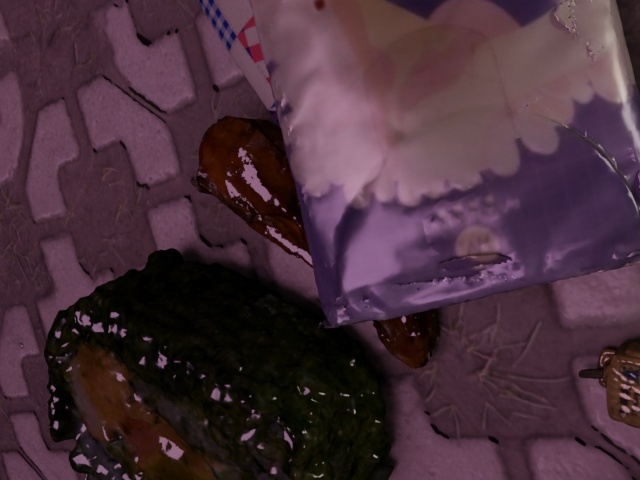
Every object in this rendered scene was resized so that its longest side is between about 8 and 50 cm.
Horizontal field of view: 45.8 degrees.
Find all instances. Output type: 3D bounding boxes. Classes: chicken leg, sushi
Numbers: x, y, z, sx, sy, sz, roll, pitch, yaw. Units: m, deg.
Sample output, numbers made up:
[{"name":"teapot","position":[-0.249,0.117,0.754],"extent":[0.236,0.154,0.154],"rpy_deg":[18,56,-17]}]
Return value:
[{"name":"chicken leg","position":[0.000,0.000,0.717],"extent":[0.304,0.093,0.113],"rpy_deg":[46,151,7]},{"name":"sushi","position":[-0.110,0.194,0.786],"extent":[0.351,0.178,0.294],"rpy_deg":[25,119,26]}]

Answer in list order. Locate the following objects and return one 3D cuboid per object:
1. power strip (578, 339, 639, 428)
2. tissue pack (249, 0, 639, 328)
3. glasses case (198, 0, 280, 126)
[{"name":"power strip","position":[0.329,0.123,0.520],"extent":[0.305,0.044,0.064],"rpy_deg":[9,108,35]},{"name":"tissue pack","position":[0.081,-0.129,0.536],"extent":[0.242,0.125,0.344],"rpy_deg":[-13,88,14]},{"name":"glasses case","position":[-0.009,-0.170,0.674],"extent":[0.125,0.076,0.327],"rpy_deg":[-41,77,36]}]
